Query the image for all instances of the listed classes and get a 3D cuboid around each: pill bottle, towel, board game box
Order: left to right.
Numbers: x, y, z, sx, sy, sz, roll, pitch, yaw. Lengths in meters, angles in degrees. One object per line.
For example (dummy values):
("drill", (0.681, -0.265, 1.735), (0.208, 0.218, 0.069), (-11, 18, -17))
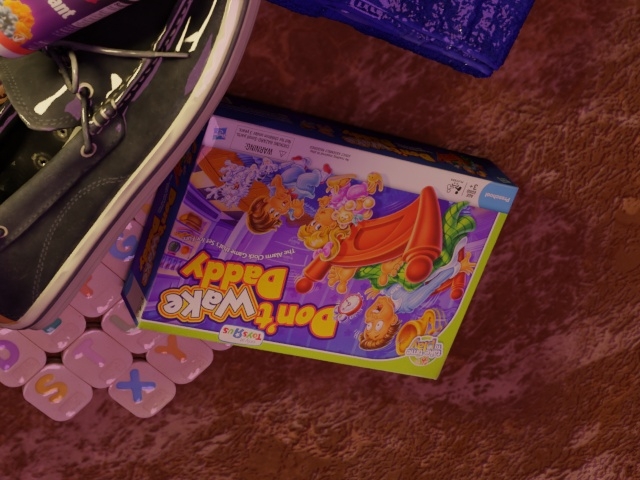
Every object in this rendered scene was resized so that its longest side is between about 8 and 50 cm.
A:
("pill bottle", (-0.200, -0.235, 1.368), (0.193, 0.108, 0.108), (-23, 125, 22))
("board game box", (0.000, 0.000, 1.679), (0.347, 0.078, 0.233), (11, 111, -25))
("towel", (0.084, -0.290, 1.557), (0.308, 0.076, 0.227), (17, 113, -25))

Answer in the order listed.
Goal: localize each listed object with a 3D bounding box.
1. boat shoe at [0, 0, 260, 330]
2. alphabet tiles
("boat shoe", (-0.208, -0.136, 1.493), (0.156, 0.187, 0.500), (25, 111, -31))
("alphabet tiles", (-0.214, 0.064, 1.701), (0.284, 0.021, 0.278), (-41, 122, 9))
